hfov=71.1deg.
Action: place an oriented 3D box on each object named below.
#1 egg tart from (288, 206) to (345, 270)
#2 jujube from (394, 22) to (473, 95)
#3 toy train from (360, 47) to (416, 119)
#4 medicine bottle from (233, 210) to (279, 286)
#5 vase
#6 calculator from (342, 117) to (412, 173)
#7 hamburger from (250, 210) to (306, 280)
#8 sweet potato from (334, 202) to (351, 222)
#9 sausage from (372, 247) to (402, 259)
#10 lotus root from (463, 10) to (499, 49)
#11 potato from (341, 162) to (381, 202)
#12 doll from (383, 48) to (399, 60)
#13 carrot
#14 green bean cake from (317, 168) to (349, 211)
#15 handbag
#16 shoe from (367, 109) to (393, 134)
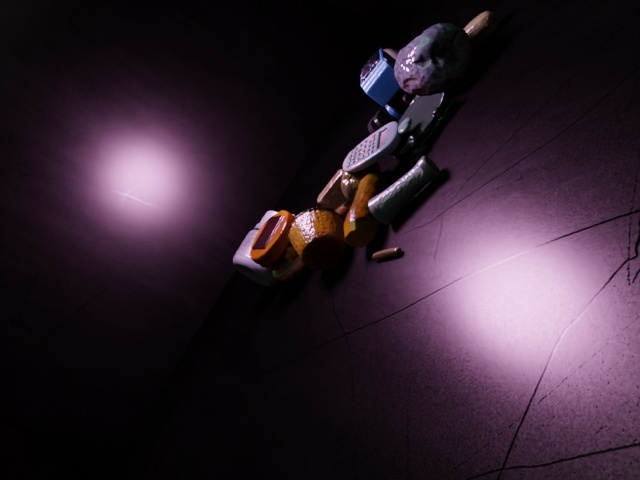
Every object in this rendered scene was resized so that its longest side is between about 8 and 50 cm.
[{"bbox_3d":[0.000,0.000,1.585,0.215,0.215,0.171,-50,32,21],"label":"egg tart"},{"bbox_3d":[0.398,-0.628,1.599,0.246,0.215,0.308,-31,10,3],"label":"jujube"},{"bbox_3d":[0.299,-0.667,1.901,0.188,0.265,0.300,-47,19,28],"label":"toy train"},{"bbox_3d":[-0.244,0.037,2.129,0.306,0.245,0.245,-61,16,-18],"label":"medicine bottle"},{"bbox_3d":[0.248,-0.150,1.318,0.219,0.096,0.096,-43,19,30],"label":"vase"},{"bbox_3d":[0.198,-0.331,1.574,0.295,0.042,0.184,-29,29,32],"label":"calculator"},{"bbox_3d":[-0.145,0.026,1.889,0.291,0.225,0.291,-43,25,26],"label":"hamburger"},{"bbox_3d":[0.047,-0.046,1.739,0.243,0.077,0.077,-57,15,-10],"label":"sweet potato"},{"bbox_3d":[0.182,0.037,1.249,0.024,0.024,0.132,-62,17,-21],"label":"sausage"},{"bbox_3d":[0.555,-0.743,1.611,0.183,0.090,0.077,-40,49,52],"label":"lotus root"},{"bbox_3d":[0.157,-0.230,1.686,0.154,0.137,0.200,-16,34,23],"label":"potato"},{"bbox_3d":[0.341,-0.855,2.267,0.370,0.226,0.215,-100,12,-63],"label":"doll"},{"bbox_3d":[0.149,-0.098,1.468,0.114,0.114,0.302,-42,18,41],"label":"carrot"},{"bbox_3d":[0.078,-0.206,1.910,0.179,0.109,0.085,-52,16,15],"label":"green bean cake"},{"bbox_3d":[0.338,-0.397,1.579,0.247,0.079,0.260,-55,16,6],"label":"handbag"},{"bbox_3d":[0.264,-0.502,1.974,0.093,0.108,0.241,-48,10,26],"label":"shoe"}]
